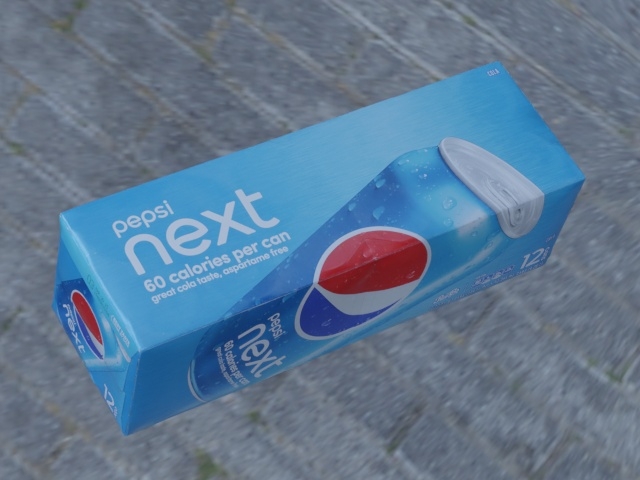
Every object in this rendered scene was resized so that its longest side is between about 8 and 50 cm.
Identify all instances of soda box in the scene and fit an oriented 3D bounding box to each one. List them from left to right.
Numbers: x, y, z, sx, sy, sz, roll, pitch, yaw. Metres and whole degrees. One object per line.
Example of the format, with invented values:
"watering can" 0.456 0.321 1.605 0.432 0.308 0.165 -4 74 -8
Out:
"soda box" 0.000 0.000 0.779 0.210 0.067 0.071 -21 62 -24
